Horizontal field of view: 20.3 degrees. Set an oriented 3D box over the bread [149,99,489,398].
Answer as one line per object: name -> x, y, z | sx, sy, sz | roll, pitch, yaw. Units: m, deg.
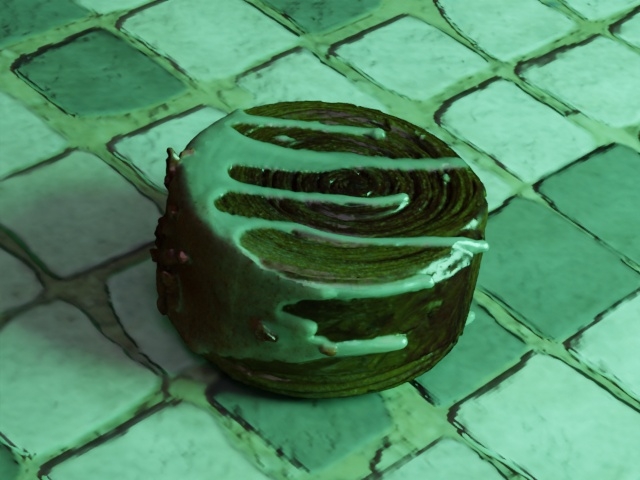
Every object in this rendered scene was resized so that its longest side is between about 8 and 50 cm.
bread -> 0.000, 0.000, 0.839 | 0.160, 0.073, 0.160 | 7, 40, -6
